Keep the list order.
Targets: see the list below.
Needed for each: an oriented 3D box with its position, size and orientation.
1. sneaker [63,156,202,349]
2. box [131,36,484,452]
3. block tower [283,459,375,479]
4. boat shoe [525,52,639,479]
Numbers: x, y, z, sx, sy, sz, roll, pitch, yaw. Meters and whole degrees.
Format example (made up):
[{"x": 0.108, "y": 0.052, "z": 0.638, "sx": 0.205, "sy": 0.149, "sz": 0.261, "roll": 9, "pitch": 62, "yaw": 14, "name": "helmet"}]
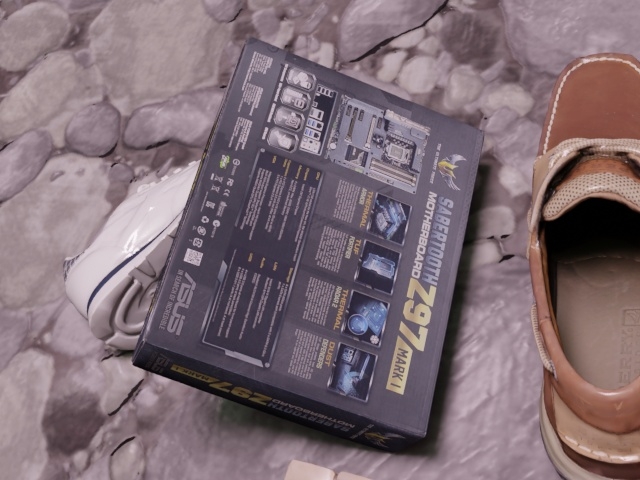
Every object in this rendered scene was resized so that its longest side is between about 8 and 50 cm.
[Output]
[{"x": -0.096, "y": -0.025, "z": 0.743, "sx": 0.235, "sy": 0.090, "sz": 0.095, "roll": -38, "pitch": 43, "yaw": -7, "name": "sneaker"}, {"x": 0.000, "y": 0.000, "z": 0.644, "sx": 0.183, "sy": 0.059, "sz": 0.232, "roll": 20, "pitch": 64, "yaw": -10, "name": "box"}, {"x": -0.019, "y": 0.293, "z": 0.506, "sx": 0.091, "sy": 0.097, "sz": 0.335, "roll": 8, "pitch": 64, "yaw": 26, "name": "block tower"}, {"x": 0.182, "y": -0.010, "z": 0.589, "sx": 0.123, "sy": 0.116, "sz": 0.324, "roll": -8, "pitch": 49, "yaw": 17, "name": "boat shoe"}]
